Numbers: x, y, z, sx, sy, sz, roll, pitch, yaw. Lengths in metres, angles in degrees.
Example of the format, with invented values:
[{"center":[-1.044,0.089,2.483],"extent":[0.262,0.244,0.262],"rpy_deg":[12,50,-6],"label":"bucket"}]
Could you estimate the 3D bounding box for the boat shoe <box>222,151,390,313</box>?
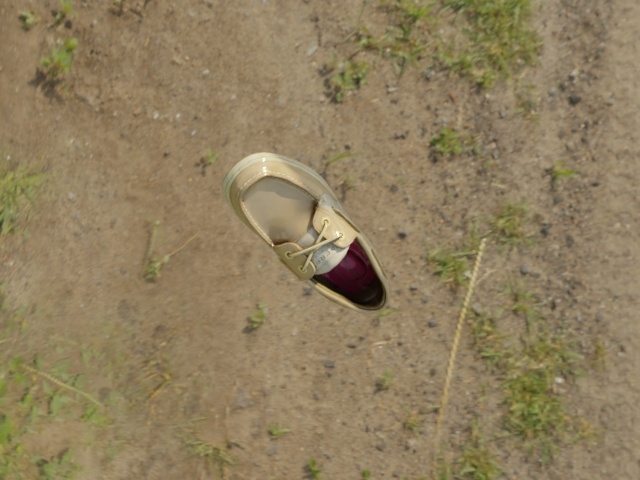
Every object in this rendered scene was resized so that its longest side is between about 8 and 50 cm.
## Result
[{"center":[0.000,0.000,0.592],"extent":[0.063,0.059,0.170],"rpy_deg":[-44,133,9],"label":"boat shoe"}]
